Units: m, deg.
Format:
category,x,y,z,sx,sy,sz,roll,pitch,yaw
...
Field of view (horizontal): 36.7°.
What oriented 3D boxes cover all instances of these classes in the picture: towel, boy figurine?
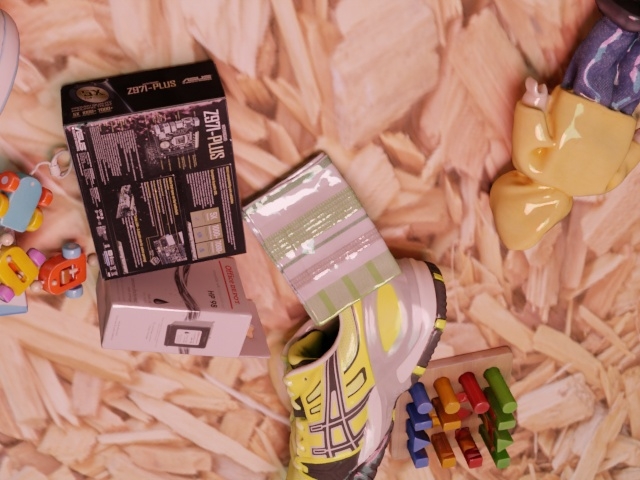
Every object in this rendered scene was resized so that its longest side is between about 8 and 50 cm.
category,x,y,z,sx,sy,sz,roll,pitch,yaw
towel,0.000,0.000,1.002,0.113,0.023,0.152,-33,92,9
boy figurine,0.273,-0.112,1.011,0.177,0.092,0.285,10,123,-23

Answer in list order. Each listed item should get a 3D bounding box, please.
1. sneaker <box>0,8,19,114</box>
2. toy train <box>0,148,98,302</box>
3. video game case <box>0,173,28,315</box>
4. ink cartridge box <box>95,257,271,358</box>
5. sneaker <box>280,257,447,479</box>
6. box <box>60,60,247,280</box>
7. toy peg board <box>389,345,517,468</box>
category,x,y,z,sx,sy,sz,roll,pitch,yaw
sneaker,-0.407,-0.101,0.767,0.319,0.127,0.208,-41,141,14
toy train,-0.280,-0.008,0.943,0.125,0.046,0.166,-35,136,-47
video game case,-0.363,0.012,0.958,0.119,0.015,0.166,-7,127,-13
ink cartridge box,-0.138,0.065,1.008,0.180,0.104,0.060,6,122,-22
sneaker,0.012,0.178,1.133,0.147,0.145,0.385,14,111,-15
box,-0.156,-0.065,0.922,0.147,0.078,0.180,-12,128,-8
toy peg board,0.178,0.234,1.246,0.160,0.079,0.161,-10,127,-10
